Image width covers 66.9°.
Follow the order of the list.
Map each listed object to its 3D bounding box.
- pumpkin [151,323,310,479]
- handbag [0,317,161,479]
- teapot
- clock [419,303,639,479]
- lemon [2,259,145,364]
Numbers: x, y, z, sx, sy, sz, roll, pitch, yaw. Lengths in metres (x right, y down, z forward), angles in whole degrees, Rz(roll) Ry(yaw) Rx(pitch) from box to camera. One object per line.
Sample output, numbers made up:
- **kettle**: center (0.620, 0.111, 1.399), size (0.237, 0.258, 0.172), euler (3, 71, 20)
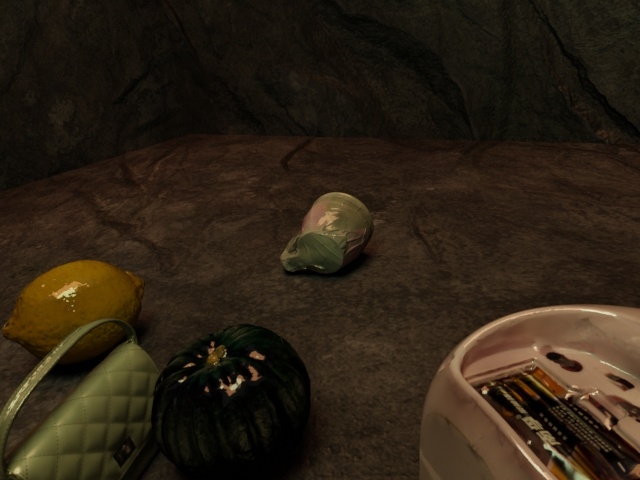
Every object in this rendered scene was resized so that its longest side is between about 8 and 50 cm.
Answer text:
- **pumpkin**: center (-0.121, 0.217, 0.665), size (0.220, 0.162, 0.220), euler (-16, 18, 5)
- **handbag**: center (-0.291, 0.228, 0.611), size (0.079, 0.219, 0.256), euler (-2, 25, 18)
- **teapot**: center (-0.001, -0.012, 1.158), size (0.221, 0.163, 0.178), euler (5, 33, 25)
- **clock**: center (0.299, 0.202, 0.469), size (0.376, 0.251, 0.368), euler (-13, 25, -14)
- **lemon**: center (-0.451, 0.132, 0.913), size (0.256, 0.188, 0.188), euler (-21, 27, -37)
